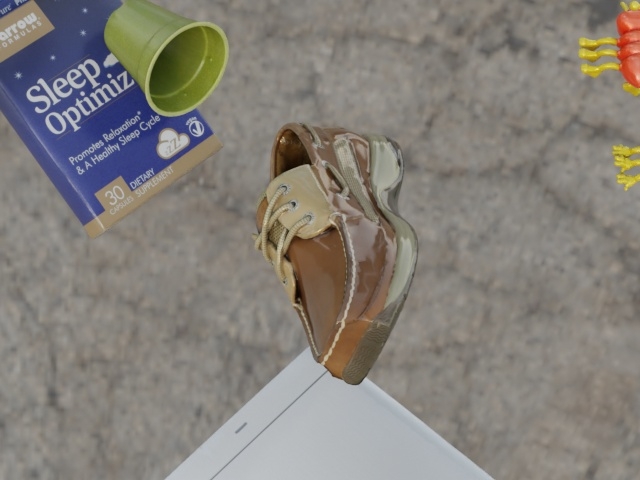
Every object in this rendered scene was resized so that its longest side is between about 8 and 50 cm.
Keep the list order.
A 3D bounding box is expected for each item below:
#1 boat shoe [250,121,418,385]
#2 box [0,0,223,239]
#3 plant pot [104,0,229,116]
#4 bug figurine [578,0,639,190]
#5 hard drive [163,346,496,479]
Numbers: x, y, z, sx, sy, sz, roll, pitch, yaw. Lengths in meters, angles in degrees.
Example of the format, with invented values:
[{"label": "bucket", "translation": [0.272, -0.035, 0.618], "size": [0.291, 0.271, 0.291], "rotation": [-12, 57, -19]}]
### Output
[{"label": "boat shoe", "translation": [0.000, 0.000, 1.306], "size": [0.120, 0.122, 0.324], "rotation": [20, 25, -12]}, {"label": "box", "translation": [-0.197, -0.130, 1.308], "size": [0.136, 0.036, 0.225], "rotation": [-39, 95, -29]}, {"label": "plant pot", "translation": [-0.130, -0.154, 1.275], "size": [0.083, 0.083, 0.079], "rotation": [-30, 52, -31]}, {"label": "bug figurine", "translation": [0.392, -0.129, 1.662], "size": [0.279, 0.072, 0.216], "rotation": [15, 64, -37]}, {"label": "hard drive", "translation": [0.043, 0.267, 1.384], "size": [0.353, 0.047, 0.233], "rotation": [37, 67, 28]}]
